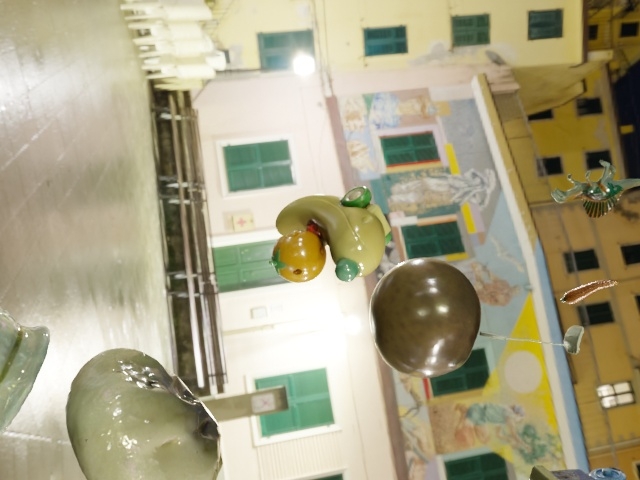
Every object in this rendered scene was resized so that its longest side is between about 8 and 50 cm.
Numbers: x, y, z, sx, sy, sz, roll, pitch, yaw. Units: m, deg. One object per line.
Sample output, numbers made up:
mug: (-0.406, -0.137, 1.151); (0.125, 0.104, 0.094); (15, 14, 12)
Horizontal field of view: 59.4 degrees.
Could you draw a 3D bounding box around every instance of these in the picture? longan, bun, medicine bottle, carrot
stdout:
longan: (0.231, 0.168, 1.237); (0.258, 0.257, 0.258); (172, -90, -81)
bun: (-0.241, 0.273, 0.799); (0.273, 0.168, 0.273); (53, -13, 17)
medicine bottle: (-0.369, 0.124, 0.560); (0.143, 0.147, 0.147); (35, 20, -32)
carrot: (0.662, 0.124, 1.386); (0.035, 0.142, 0.035); (47, 27, -33)

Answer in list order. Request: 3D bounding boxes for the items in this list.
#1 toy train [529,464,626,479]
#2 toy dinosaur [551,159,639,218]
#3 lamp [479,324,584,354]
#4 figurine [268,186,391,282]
toy train: (0.559, 0.549, 1.098); (0.299, 0.201, 0.131); (-175, -96, -83)
toy dinosaur: (0.538, -0.091, 1.065); (0.044, 0.187, 0.106); (-123, -128, -70)
lamp: (0.408, 0.181, 1.088); (0.050, 0.198, 0.056); (173, -75, -85)
figurine: (0.000, 0.000, 1.123); (0.324, 0.222, 0.124); (16, -35, 52)
